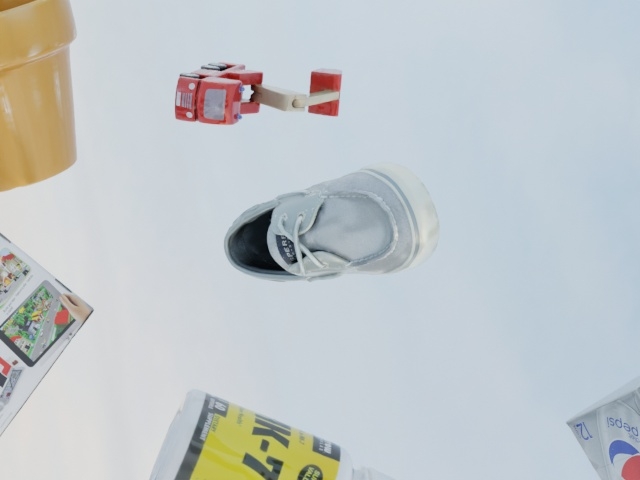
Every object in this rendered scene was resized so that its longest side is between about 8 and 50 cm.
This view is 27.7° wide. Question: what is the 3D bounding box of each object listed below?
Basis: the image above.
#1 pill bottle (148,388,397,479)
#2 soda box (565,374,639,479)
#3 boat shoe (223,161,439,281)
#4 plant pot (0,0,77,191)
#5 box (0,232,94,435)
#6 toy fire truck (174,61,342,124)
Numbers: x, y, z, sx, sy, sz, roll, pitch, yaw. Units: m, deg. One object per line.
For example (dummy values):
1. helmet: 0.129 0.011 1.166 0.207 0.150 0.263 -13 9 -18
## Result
1. pill bottle: -0.043 0.223 1.163 0.119 0.208 0.119 -158 -90 -83
2. soda box: 0.319 0.093 0.922 0.091 0.286 0.098 59 -27 9
3. boat shoe: -0.001 -0.001 0.933 0.227 0.081 0.079 -9 -77 61
4. plant pot: -0.349 -0.158 1.399 0.205 0.205 0.188 -143 -143 -65
5. box: -0.260 0.093 0.883 0.207 0.114 0.036 -56 -160 -25
6. toy fire truck: -0.058 -0.149 1.329 0.192 0.135 0.047 -45 142 -70
